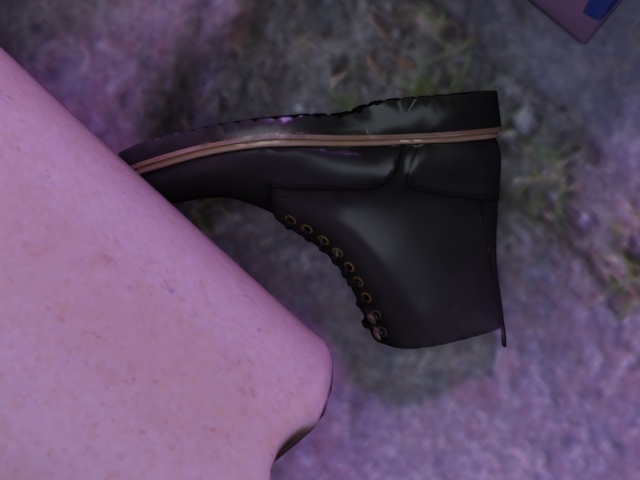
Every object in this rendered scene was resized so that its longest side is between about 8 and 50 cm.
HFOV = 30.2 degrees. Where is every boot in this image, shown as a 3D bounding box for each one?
[{"bbox_3d":[0.000,0.000,0.619,0.198,0.077,0.137,-6,97,9],"label":"boot"}]

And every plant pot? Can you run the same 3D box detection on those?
[{"bbox_3d":[-0.175,0.055,0.541,0.305,0.334,0.333,35,97,-7],"label":"plant pot"}]

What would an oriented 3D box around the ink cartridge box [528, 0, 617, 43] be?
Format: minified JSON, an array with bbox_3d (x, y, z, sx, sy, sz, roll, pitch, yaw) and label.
[{"bbox_3d":[0.136,-0.262,0.522,0.197,0.198,0.270,40,97,5],"label":"ink cartridge box"}]
